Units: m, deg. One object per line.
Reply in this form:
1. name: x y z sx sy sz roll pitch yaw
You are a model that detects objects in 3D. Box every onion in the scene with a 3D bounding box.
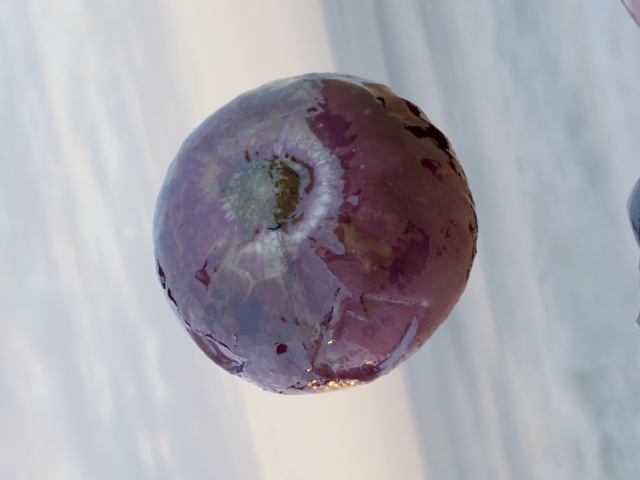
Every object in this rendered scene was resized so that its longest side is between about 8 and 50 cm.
1. onion: -0.004 -0.005 0.980 0.153 0.177 0.177 101 158 -78

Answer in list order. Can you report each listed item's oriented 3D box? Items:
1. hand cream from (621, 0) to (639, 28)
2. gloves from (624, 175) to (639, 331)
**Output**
1. hand cream: 0.297 -0.265 1.350 0.230 0.149 0.230 168 90 -85
2. gloves: 0.302 -0.020 1.379 0.285 0.142 0.119 -71 -34 -43
